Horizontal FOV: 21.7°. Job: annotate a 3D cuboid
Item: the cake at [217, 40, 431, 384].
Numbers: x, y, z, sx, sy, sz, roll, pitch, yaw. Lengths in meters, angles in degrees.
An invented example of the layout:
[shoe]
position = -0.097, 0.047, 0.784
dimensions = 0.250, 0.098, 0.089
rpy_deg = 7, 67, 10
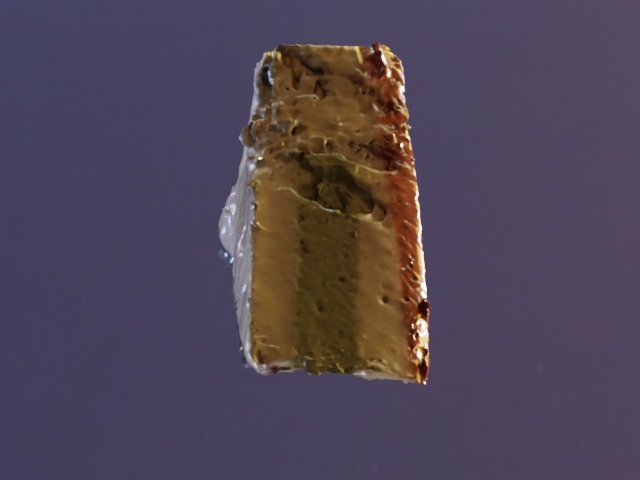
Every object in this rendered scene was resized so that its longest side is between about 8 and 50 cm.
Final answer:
[cake]
position = -0.003, 0.012, 0.804
dimensions = 0.086, 0.117, 0.220
rpy_deg = 3, -132, -8
